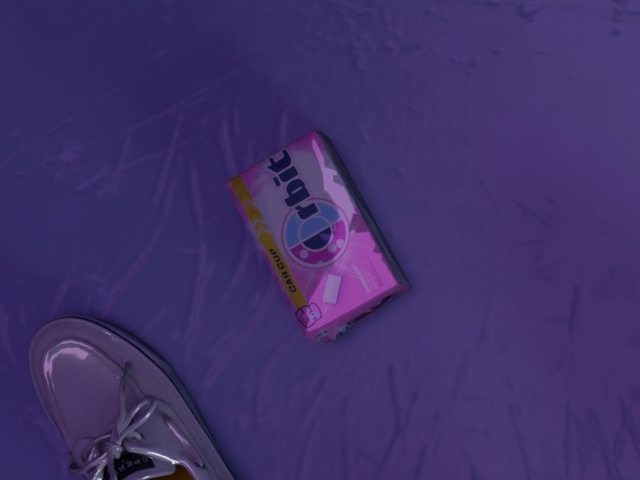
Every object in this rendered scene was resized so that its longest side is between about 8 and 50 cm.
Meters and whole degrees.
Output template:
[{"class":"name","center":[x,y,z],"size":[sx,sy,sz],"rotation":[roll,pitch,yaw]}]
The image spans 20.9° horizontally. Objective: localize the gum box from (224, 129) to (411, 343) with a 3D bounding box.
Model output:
[{"class":"gum box","center":[0.000,0.000,1.714],"size":[0.107,0.062,0.188],"rotation":[-31,78,11]}]

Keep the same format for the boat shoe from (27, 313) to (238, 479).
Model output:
[{"class":"boat shoe","center":[-0.180,0.221,1.694],"size":[0.136,0.156,0.367],"rotation":[-38,78,8]}]
